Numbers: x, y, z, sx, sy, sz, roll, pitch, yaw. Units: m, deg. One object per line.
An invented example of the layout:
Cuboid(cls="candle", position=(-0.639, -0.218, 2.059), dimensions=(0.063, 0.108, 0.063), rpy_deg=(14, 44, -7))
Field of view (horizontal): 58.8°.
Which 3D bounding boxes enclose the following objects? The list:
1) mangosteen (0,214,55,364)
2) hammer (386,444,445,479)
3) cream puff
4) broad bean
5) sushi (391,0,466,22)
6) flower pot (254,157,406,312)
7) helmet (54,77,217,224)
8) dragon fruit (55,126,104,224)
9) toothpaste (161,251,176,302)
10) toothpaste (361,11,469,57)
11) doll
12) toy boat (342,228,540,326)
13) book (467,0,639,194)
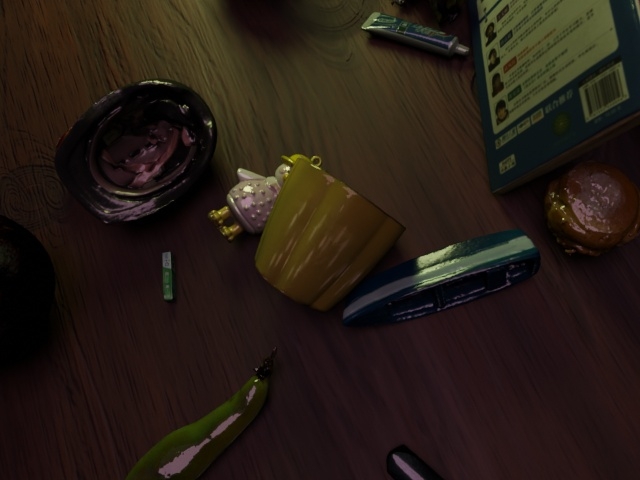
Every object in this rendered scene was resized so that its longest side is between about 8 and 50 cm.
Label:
Cuboid(cls="mangosteen", position=(-0.578, 0.079, 0.896), dimensions=(0.302, 0.275, 0.275), rpy_deg=(7, 71, 45))
Cuboid(cls="hammer", position=(0.213, 0.374, 0.759), dimensions=(0.290, 0.037, 0.137), rpy_deg=(36, 82, 18))
Cuboid(cls="cream puff", position=(0.390, -0.045, 0.826), dimensions=(0.126, 0.103, 0.144), rpy_deg=(-5, 72, 3))
Cuboid(cls="broad bean", position=(-0.168, 0.287, 0.844), dimensions=(0.325, 0.067, 0.075), rpy_deg=(-42, 101, -7))
Cuboid(cls="sushi", position=(0.148, -0.519, 1.002), dimensions=(0.131, 0.139, 0.291), rpy_deg=(-30, 72, 8))
Cuboid(cls="flower pot", position=(0.000, 0.000, 0.845), dimensions=(0.195, 0.195, 0.179), rpy_deg=(34, 93, 18))
Cuboid(cls="helmet", position=(-0.295, -0.159, 0.958), dimensions=(0.253, 0.154, 0.198), rpy_deg=(-35, 108, 7))
Cuboid(cls="dragon fruit", position=(-0.412, -0.116, 1.000), dimensions=(0.094, 0.094, 0.190), rpy_deg=(-18, 82, 4))
Cuboid(cls="toothpaste", position=(-0.253, 0.061, 0.948), dimensions=(0.017, 0.020, 0.083), rpy_deg=(-9, 72, 5))
Cuboid(cls="toothpaste", position=(0.169, -0.362, 1.001), dimensions=(0.197, 0.035, 0.057), rpy_deg=(25, 63, 18))
Cuboid(cls="doll", position=(-0.083, -0.074, 0.931), dimensions=(0.207, 0.081, 0.129), rpy_deg=(-36, 89, -5))
Cuboid(cls="toy boat", position=(0.169, 0.060, 0.839), dimensions=(0.299, 0.096, 0.062), rpy_deg=(-19, 60, 6))
Cuboid(cls="book", position=(0.330, -0.315, 0.832), dimensions=(0.039, 0.300, 0.428), rpy_deg=(6, 72, -22))
